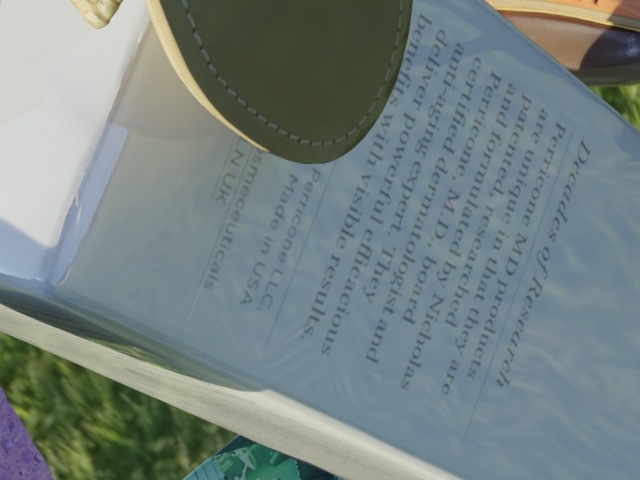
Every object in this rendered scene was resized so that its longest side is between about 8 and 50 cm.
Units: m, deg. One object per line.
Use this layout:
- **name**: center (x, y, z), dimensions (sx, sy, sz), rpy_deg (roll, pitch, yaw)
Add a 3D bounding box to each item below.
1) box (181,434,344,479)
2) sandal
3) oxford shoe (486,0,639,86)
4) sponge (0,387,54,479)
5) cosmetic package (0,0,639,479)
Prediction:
- **box**: center (0.064, 0.191, 1.429), dimensions (0.322, 0.058, 0.232), rpy_deg (-39, 70, -17)
- **sandal**: center (-0.053, -0.104, 0.488), dimensions (0.079, 0.240, 0.088), rpy_deg (27, 80, 31)
- **oxford shoe**: center (0.047, -0.085, 1.092), dimensions (0.364, 0.130, 0.132), rpy_deg (0, 96, 35)
- **sponge**: center (-0.189, 0.115, 0.988), dimensions (0.031, 0.117, 0.210), rpy_deg (-43, 70, 21)
- **cosmetic package**: center (0.000, 0.000, 0.775), dimensions (0.230, 0.453, 0.161), rpy_deg (14, 79, 40)
